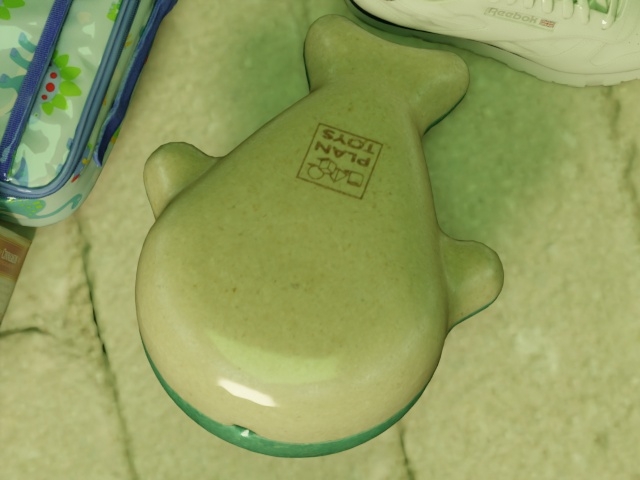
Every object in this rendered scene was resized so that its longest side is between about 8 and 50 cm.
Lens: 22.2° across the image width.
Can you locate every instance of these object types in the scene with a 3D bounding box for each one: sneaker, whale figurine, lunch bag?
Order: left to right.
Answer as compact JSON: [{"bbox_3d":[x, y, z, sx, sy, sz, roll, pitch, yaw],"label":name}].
[{"bbox_3d":[-0.187,-0.128,0.970,0.176,0.090,0.219,19,77,6],"label":"lunch bag"},{"bbox_3d":[0.000,0.000,0.952,0.216,0.141,0.272,17,61,4],"label":"whale figurine"},{"bbox_3d":[0.125,-0.148,0.963,0.235,0.095,0.090,6,83,2],"label":"sneaker"}]

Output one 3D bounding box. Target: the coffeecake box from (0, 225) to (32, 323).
[{"bbox_3d":[-0.240,0.068,0.934,0.068,0.142,0.186,19,85,5],"label":"coffeecake box"}]
